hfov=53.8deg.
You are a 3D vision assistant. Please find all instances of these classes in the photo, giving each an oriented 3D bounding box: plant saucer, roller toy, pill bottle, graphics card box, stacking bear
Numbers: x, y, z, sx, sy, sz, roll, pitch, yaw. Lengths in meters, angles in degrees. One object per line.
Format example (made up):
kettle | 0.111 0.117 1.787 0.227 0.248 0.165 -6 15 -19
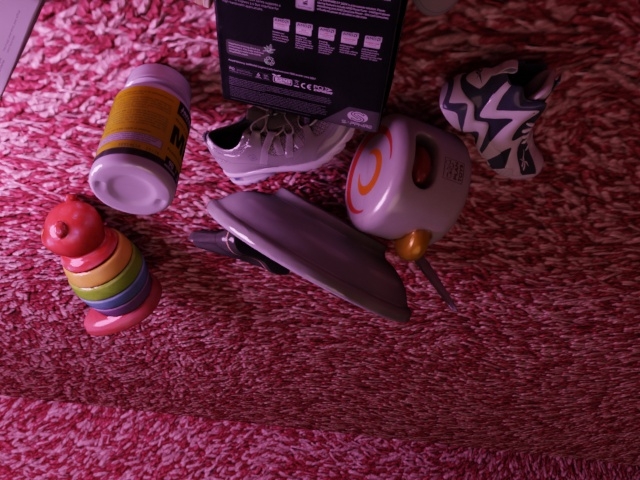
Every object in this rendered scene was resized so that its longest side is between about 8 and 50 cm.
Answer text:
plant saucer | 0.000 0.000 1.095 0.400 0.400 0.101 27 95 -31
roller toy | 0.141 -0.090 0.997 0.146 0.209 0.191 16 119 -21
pill bottle | -0.254 -0.152 0.920 0.119 0.209 0.119 2 146 1
graphics card box | -0.009 -0.307 0.750 0.232 0.094 0.371 13 145 6
stacking bear | -0.452 0.039 1.271 0.164 0.175 0.289 -5 138 14

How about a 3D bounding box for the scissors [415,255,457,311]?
scissors | 0.158 0.006 1.067 0.109 0.297 0.021 -9 134 -42

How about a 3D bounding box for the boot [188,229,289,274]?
boot | -0.160 0.015 1.303 0.137 0.077 0.198 1 158 35

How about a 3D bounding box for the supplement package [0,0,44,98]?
supplement package | -0.432 -0.328 0.683 0.262 0.199 0.198 24 141 -28

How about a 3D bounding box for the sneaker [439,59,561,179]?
sneaker | 0.306 -0.184 0.938 0.235 0.094 0.153 39 141 -27

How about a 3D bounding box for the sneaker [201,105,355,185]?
sneaker | -0.065 -0.167 0.979 0.281 0.105 0.115 -20 140 30

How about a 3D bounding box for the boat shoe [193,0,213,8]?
boat shoe | -0.155 -0.361 0.746 0.059 0.063 0.170 5 136 1

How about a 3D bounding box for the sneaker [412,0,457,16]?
sneaker | 0.156 -0.346 0.689 0.099 0.121 0.262 8 145 -7
